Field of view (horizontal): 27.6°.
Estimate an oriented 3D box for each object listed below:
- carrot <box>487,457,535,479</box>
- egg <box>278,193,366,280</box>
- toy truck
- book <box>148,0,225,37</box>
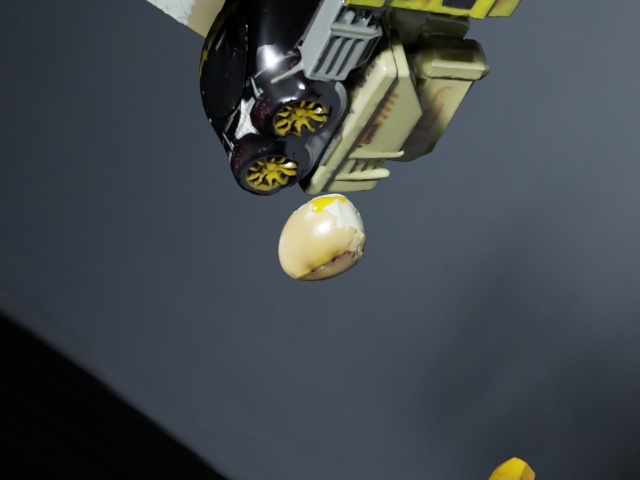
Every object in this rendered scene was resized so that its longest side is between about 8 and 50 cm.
[{"bbox_3d":[0.130,0.262,1.120,0.171,0.042,0.042,-51,13,-20],"label":"carrot"},{"bbox_3d":[0.000,0.000,1.156,0.083,0.071,0.071,-30,22,16],"label":"egg"},{"bbox_3d":[0.051,-0.205,1.181,0.405,0.254,0.181,121,142,-46],"label":"toy truck"},{"bbox_3d":[-0.107,-0.307,1.356,0.021,0.310,0.217,-53,-6,-48],"label":"book"}]
